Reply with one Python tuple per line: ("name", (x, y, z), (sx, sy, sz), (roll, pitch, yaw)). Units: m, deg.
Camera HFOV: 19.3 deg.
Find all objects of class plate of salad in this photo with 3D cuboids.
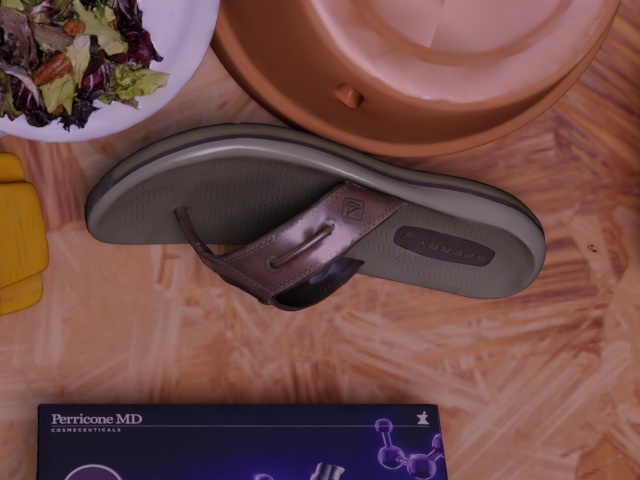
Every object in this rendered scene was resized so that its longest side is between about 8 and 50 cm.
("plate of salad", (-0.159, -0.151, 1.122), (0.200, 0.048, 0.200), (-1, 111, -2))

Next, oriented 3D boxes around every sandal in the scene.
("sandal", (0.002, -0.001, 1.196), (0.303, 0.120, 0.086), (10, 57, -10))

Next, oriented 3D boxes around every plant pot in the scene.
("plant pot", (0.065, -0.186, 1.144), (0.291, 0.203, 0.291), (-1, 99, -7))

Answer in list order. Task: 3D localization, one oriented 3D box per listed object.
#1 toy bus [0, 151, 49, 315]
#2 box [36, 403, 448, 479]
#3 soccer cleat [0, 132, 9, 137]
("toy bus", (-0.306, 0.023, 1.096), (0.333, 0.130, 0.108), (-14, 98, -37))
("box", (-0.050, 0.203, 1.190), (0.261, 0.184, 0.103), (0, 139, -9))
("soccer cleat", (-0.226, -0.156, 1.180), (0.076, 0.068, 0.196), (-5, 105, -16))
